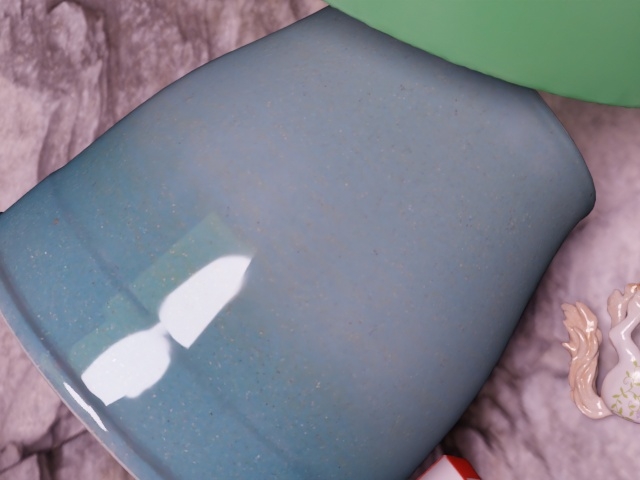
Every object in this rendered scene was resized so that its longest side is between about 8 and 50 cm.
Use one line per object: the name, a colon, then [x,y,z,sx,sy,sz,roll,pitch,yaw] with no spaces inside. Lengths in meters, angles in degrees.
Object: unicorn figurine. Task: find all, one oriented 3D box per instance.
unicorn figurine: [0.210,0.077,0.504,0.161,0.060,0.111,-5,73,44]

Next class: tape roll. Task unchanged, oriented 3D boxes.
tape roll: [0.090,-0.191,0.498,0.321,0.321,0.077,48,133,31]

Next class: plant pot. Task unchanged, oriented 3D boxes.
plant pot: [0.000,0.000,0.525,0.255,0.271,0.272,-44,59,1]

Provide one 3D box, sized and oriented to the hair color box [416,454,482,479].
hair color box: [0.051,0.201,0.554,0.141,0.043,0.072,-44,59,9]
